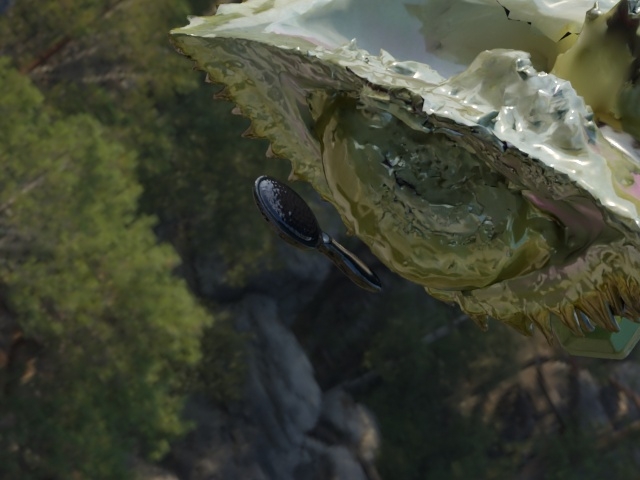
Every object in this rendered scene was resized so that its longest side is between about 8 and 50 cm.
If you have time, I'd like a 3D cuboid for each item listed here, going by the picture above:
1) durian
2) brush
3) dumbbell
[{"bbox_3d":[0.088,-0.047,0.555,0.166,0.172,0.306,33,4,-46],"label":"durian"},{"bbox_3d":[0.000,0.000,0.492,0.083,0.008,0.024,41,38,-44],"label":"brush"},{"bbox_3d":[0.263,0.046,1.312,0.108,0.121,0.302,36,0,23],"label":"dumbbell"}]
